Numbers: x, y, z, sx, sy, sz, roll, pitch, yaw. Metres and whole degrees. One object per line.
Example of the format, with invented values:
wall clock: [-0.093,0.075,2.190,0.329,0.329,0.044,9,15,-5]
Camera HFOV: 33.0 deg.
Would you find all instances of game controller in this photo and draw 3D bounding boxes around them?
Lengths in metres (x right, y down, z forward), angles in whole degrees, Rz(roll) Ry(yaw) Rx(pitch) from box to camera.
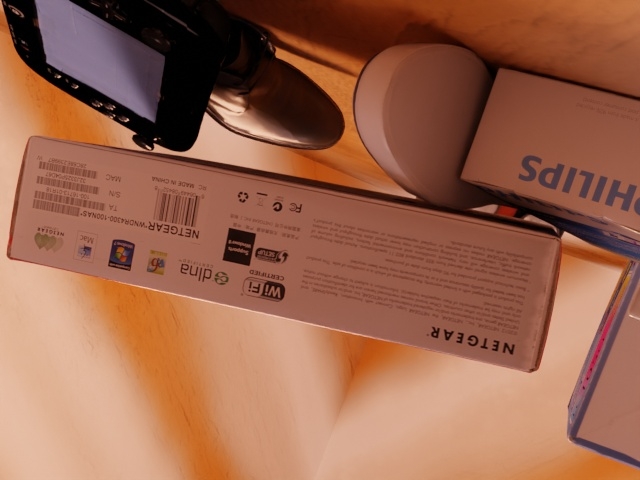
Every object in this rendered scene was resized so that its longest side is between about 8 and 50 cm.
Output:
game controller: [-0.153,-0.142,0.781,0.166,0.067,0.319,21,168,-7]

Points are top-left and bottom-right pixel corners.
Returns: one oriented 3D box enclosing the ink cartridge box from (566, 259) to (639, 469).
ink cartridge box: [0.417,0.129,1.326,0.151,0.270,0.395,23,-178,15]

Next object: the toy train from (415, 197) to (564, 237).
toy train: [0.214,-0.026,1.378,0.190,0.142,0.334,30,-178,3]

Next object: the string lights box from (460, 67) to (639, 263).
string lights box: [0.212,-0.031,0.727,0.133,0.076,0.260,21,-178,32]

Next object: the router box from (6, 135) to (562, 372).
router box: [0.000,0.000,0.784,0.336,0.082,0.301,11,-176,11]

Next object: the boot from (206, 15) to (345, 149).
boot: [-0.063,-0.135,0.922,0.219,0.082,0.106,26,179,-19]

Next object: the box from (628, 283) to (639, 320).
box: [0.385,0.049,0.935,0.181,0.119,0.182,21,-179,27]

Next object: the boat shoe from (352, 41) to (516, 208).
boat shoe: [0.082,-0.075,0.725,0.088,0.096,0.267,16,-173,33]
